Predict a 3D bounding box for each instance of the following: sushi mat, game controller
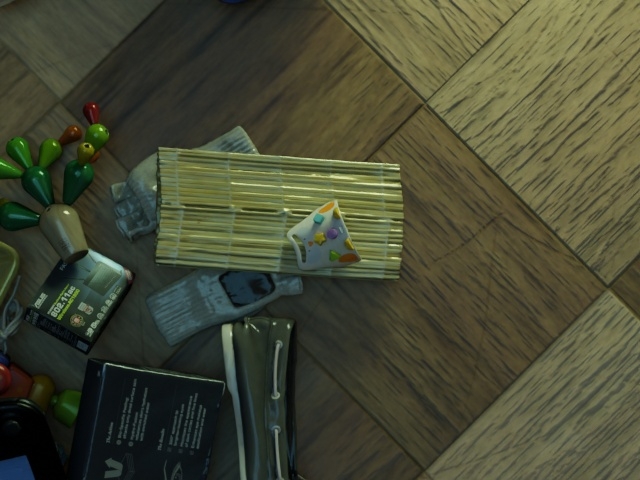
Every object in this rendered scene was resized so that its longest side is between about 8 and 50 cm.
[{"bbox_3d":[-0.051,-0.032,1.847,0.316,0.019,0.151,4,79,-9],"label":"sushi mat"},{"bbox_3d":[-0.378,0.333,1.776,0.166,0.067,0.319,-18,116,-9],"label":"game controller"}]

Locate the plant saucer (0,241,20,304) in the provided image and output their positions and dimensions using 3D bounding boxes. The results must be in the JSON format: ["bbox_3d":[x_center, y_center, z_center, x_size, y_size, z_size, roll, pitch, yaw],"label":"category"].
[{"bbox_3d":[-0.590,0.090,1.802,0.332,0.081,0.333,27,88,-21],"label":"plant saucer"}]

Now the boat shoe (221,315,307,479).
[{"bbox_3d":[-0.052,0.257,1.822,0.095,0.112,0.335,-10,84,4],"label":"boat shoe"}]

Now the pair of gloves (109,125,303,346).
[{"bbox_3d":[-0.147,-0.008,1.865,0.204,0.042,0.240,-20,87,-1],"label":"pair of gloves"}]

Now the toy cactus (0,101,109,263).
[{"bbox_3d":[-0.342,-0.059,1.826,0.219,0.112,0.180,-30,75,-2],"label":"toy cactus"}]

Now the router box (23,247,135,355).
[{"bbox_3d":[-0.299,0.070,1.834,0.092,0.038,0.122,28,53,1],"label":"router box"}]

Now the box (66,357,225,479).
[{"bbox_3d":[-0.216,0.234,1.808,0.158,0.093,0.156,12,87,-22],"label":"box"}]

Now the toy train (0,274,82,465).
[{"bbox_3d":[-0.357,0.184,1.834,0.143,0.105,0.248,22,86,-11],"label":"toy train"}]

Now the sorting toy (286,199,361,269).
[{"bbox_3d":[0.000,0.000,1.825,0.075,0.045,0.083,-23,85,6],"label":"sorting toy"}]

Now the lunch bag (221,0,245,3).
[{"bbox_3d":[-0.101,-0.466,1.849,0.243,0.115,0.303,-25,89,1],"label":"lunch bag"}]

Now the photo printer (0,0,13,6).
[{"bbox_3d":[-0.420,-0.466,1.848,0.256,0.107,0.307,-44,88,-2],"label":"photo printer"}]
